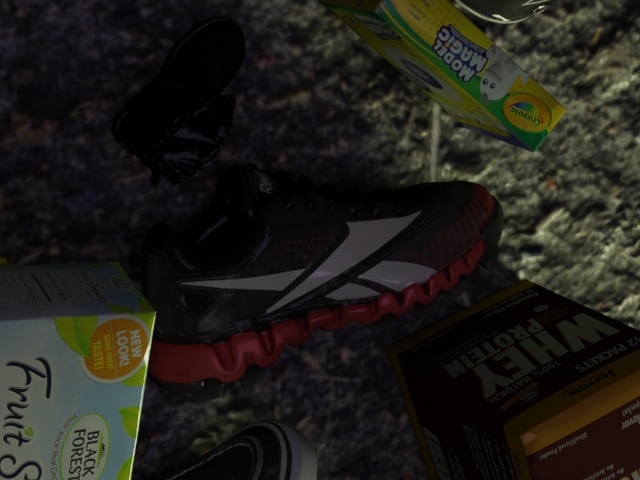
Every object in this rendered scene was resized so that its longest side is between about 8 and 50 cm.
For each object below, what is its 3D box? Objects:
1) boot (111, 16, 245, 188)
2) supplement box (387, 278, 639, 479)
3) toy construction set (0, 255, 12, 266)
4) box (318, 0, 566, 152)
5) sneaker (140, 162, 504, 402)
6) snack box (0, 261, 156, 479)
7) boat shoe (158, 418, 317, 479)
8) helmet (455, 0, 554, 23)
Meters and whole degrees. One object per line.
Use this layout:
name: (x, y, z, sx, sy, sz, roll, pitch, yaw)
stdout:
boot: (-0.079, -0.090, 0.826, 0.121, 0.099, 0.045, -46, 116, -7)
supplement box: (0.169, 0.157, 0.937, 0.129, 0.194, 0.191, -25, 111, -16)
toy construction set: (-0.265, -0.007, 0.737, 0.215, 0.151, 0.328, -18, 109, -18)
box: (0.073, -0.133, 0.877, 0.179, 0.105, 0.043, 39, 88, -25)
sneaker: (0.000, 0.000, 0.881, 0.276, 0.097, 0.135, -21, 112, -16)
snack box: (-0.204, 0.104, 0.699, 0.207, 0.070, 0.174, -3, 117, -30)
boat shoe: (-0.135, 0.227, 0.871, 0.306, 0.113, 0.105, -42, 129, 1)
helmet: (0.117, -0.226, 0.842, 0.169, 0.161, 0.169, -5, 104, -22)
